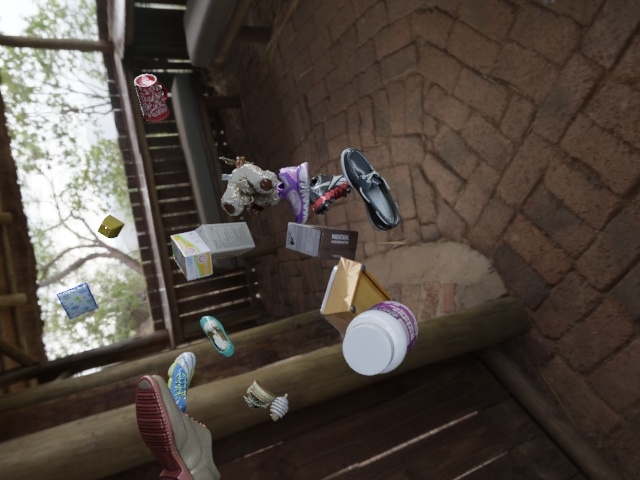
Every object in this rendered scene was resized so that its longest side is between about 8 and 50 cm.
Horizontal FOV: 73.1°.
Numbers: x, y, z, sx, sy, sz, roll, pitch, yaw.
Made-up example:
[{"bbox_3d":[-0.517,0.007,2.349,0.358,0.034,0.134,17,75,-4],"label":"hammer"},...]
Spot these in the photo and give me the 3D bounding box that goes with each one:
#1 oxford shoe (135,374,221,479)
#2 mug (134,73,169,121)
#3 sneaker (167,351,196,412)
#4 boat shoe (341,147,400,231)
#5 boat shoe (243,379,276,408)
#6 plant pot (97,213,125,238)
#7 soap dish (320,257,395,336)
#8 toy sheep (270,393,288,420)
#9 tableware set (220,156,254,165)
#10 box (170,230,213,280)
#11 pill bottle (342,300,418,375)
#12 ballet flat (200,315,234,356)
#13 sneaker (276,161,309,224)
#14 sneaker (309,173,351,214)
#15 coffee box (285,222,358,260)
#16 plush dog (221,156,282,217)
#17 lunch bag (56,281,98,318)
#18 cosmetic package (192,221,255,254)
[{"bbox_3d":[-0.352,0.481,1.075,0.123,0.130,0.348,-10,99,37],"label":"oxford shoe"},{"bbox_3d":[-0.730,-0.627,1.865,0.169,0.113,0.150,92,169,-54],"label":"mug"},{"bbox_3d":[-0.476,0.511,1.477,0.126,0.091,0.240,21,85,45],"label":"sneaker"},{"bbox_3d":[0.172,-0.175,1.418,0.302,0.114,0.091,59,156,-7],"label":"boat shoe"},{"bbox_3d":[-0.234,0.599,1.639,0.105,0.089,0.285,39,158,11],"label":"boat shoe"},{"bbox_3d":[-0.934,-0.055,1.904,0.081,0.081,0.083,-54,7,14],"label":"plant pot"},{"bbox_3d":[0.141,0.228,1.491,0.118,0.291,0.228,-13,44,38],"label":"soap dish"},{"bbox_3d":[-0.190,0.780,2.026,0.132,0.091,0.091,-64,6,-31],"label":"toy sheep"},{"bbox_3d":[-0.363,-0.341,1.909,0.141,0.169,0.020,-174,99,-80],"label":"tableware set"},{"bbox_3d":[-0.519,0.057,1.741,0.203,0.103,0.114,38,134,48],"label":"box"},{"bbox_3d":[0.166,0.268,1.196,0.169,0.301,0.169,0,91,21],"label":"pill bottle"},{"bbox_3d":[-0.489,0.438,2.028,0.247,0.083,0.087,46,164,23],"label":"ballet flat"},{"bbox_3d":[-0.086,-0.148,1.380,0.236,0.105,0.095,90,179,-48],"label":"sneaker"},{"bbox_3d":[0.041,-0.212,1.670,0.135,0.276,0.097,45,142,9],"label":"sneaker"},{"bbox_3d":[0.000,0.000,1.754,0.297,0.168,0.118,14,98,59],"label":"coffee box"},{"bbox_3d":[-0.253,-0.211,1.755,0.262,0.225,0.210,-31,54,20],"label":"plush dog"},{"bbox_3d":[-1.098,0.262,1.949,0.096,0.129,0.151,48,149,30],"label":"lunch bag"},{"bbox_3d":[-0.488,0.004,2.151,0.129,0.296,0.153,-28,78,32],"label":"cosmetic package"}]
